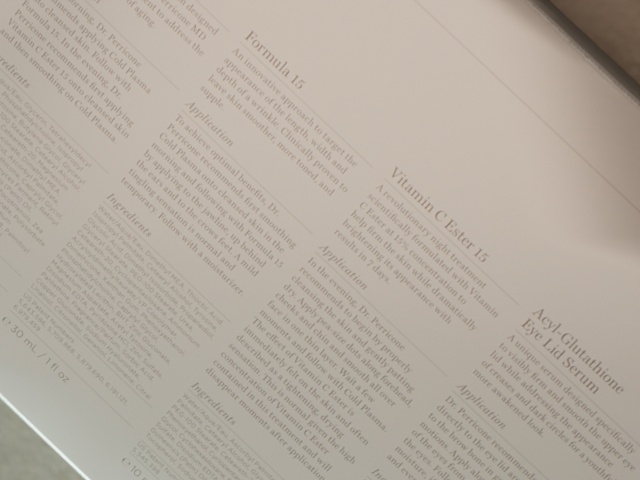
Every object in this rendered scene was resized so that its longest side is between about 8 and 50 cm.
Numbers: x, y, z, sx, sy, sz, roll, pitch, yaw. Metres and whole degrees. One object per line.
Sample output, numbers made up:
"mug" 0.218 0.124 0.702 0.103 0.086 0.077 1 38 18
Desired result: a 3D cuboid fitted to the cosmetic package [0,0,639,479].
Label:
"cosmetic package" 0.000 0.000 0.599 0.377 0.097 0.284 44 108 1
